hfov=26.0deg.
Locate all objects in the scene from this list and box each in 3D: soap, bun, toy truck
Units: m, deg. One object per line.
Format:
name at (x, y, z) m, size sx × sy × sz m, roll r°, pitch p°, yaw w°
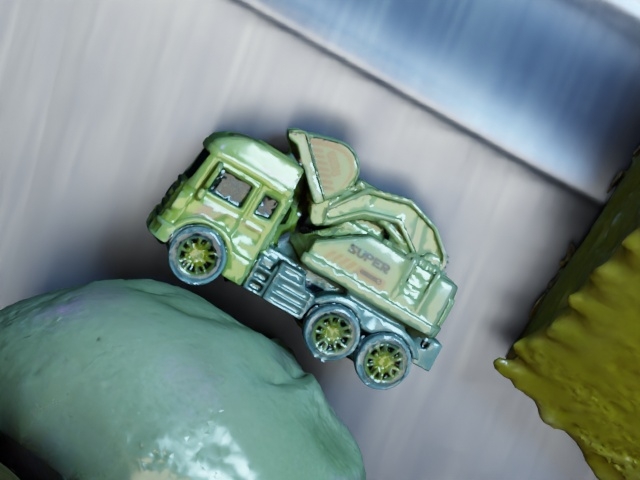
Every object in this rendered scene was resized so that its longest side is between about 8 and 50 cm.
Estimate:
soap at (0.236, 0.031, 0.725) m, size 0.169 × 0.304 × 0.339 m, roll 31°, pitch 102°, yaw -3°
bun at (-0.075, 0.116, 0.797) m, size 0.283 × 0.283 × 0.179 m, roll 43°, pitch 68°, yaw -9°
toy truck at (0.000, 0.000, 0.834) m, size 0.191 × 0.085 × 0.116 m, roll 30°, pitch 93°, yaw -9°
